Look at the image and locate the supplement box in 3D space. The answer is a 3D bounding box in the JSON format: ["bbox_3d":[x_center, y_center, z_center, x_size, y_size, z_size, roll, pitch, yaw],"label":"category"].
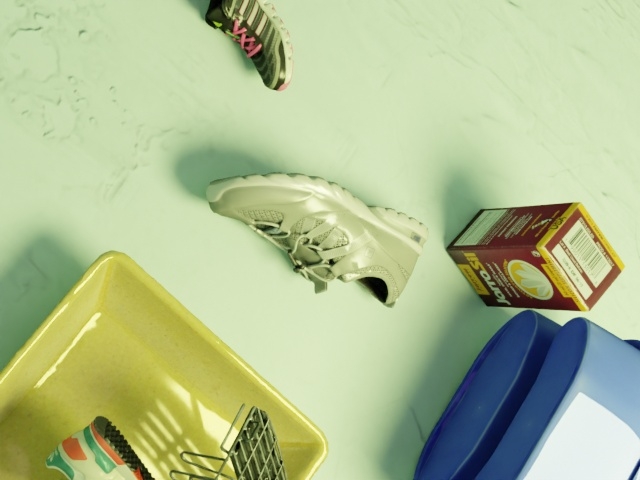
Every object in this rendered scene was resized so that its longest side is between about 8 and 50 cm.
[{"bbox_3d":[0.253,0.021,1.232,0.081,0.188,0.104,-45,108,-22],"label":"supplement box"}]

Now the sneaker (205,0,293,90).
[{"bbox_3d":[-0.088,-0.240,1.129,0.075,0.063,0.170,-23,94,-28],"label":"sneaker"}]

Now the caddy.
[{"bbox_3d":[0.268,0.244,1.197,0.179,0.241,0.341,36,80,-16],"label":"caddy"}]

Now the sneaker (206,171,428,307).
[{"bbox_3d":[0.000,0.000,1.141,0.281,0.105,0.115,18,79,-27],"label":"sneaker"}]

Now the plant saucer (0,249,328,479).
[{"bbox_3d":[-0.205,0.236,1.034,0.333,0.081,0.332,45,68,-20],"label":"plant saucer"}]

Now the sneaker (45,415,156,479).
[{"bbox_3d":[-0.197,0.245,0.970,0.075,0.057,0.161,-30,111,-1],"label":"sneaker"}]

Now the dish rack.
[{"bbox_3d":[-0.110,0.291,0.943,0.271,0.074,0.208,-60,151,-42],"label":"dish rack"}]
